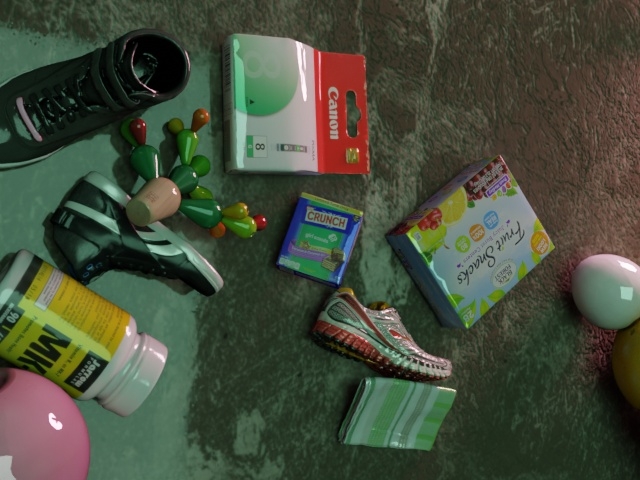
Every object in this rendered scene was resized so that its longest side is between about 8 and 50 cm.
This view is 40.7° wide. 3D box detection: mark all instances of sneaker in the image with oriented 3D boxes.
[{"bbox_3d":[-0.236,0.027,1.066,0.217,0.079,0.121,40,75,-10],"label":"sneaker"},{"bbox_3d":[-0.283,-0.173,1.009,0.295,0.147,0.105,-29,101,-23],"label":"sneaker"},{"bbox_3d":[0.099,0.136,1.209,0.225,0.088,0.093,29,68,-25],"label":"sneaker"}]

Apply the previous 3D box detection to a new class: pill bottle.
[{"bbox_3d":[-0.291,0.112,1.005,0.208,0.119,0.119,35,73,-19],"label":"pill bottle"}]

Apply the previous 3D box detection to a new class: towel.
[{"bbox_3d":[0.110,0.248,1.216,0.152,0.023,0.113,12,113,-24],"label":"towel"}]

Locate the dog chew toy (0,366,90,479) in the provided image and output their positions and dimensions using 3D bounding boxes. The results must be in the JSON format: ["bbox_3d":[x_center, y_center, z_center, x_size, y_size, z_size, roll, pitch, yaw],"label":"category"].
[{"bbox_3d":[-0.330,0.310,0.939,0.206,0.206,0.332,-22,108,-25],"label":"dog chew toy"}]

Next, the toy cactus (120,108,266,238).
[{"bbox_3d":[-0.169,-0.069,1.057,0.219,0.112,0.180,49,30,-6],"label":"toy cactus"}]

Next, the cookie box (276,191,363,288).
[{"bbox_3d":[0.000,0.000,1.176,0.091,0.040,0.107,18,78,4],"label":"cookie box"}]

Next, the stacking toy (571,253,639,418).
[{"bbox_3d":[0.581,0.207,1.356,0.480,0.350,0.350,42,70,-1],"label":"stacking toy"}]

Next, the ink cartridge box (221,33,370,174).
[{"bbox_3d":[-0.023,-0.181,1.186,0.224,0.056,0.181,-1,88,-24],"label":"ink cartridge box"}]

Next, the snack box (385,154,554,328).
[{"bbox_3d":[0.226,0.002,1.285,0.207,0.070,0.174,-38,103,-21],"label":"snack box"}]
